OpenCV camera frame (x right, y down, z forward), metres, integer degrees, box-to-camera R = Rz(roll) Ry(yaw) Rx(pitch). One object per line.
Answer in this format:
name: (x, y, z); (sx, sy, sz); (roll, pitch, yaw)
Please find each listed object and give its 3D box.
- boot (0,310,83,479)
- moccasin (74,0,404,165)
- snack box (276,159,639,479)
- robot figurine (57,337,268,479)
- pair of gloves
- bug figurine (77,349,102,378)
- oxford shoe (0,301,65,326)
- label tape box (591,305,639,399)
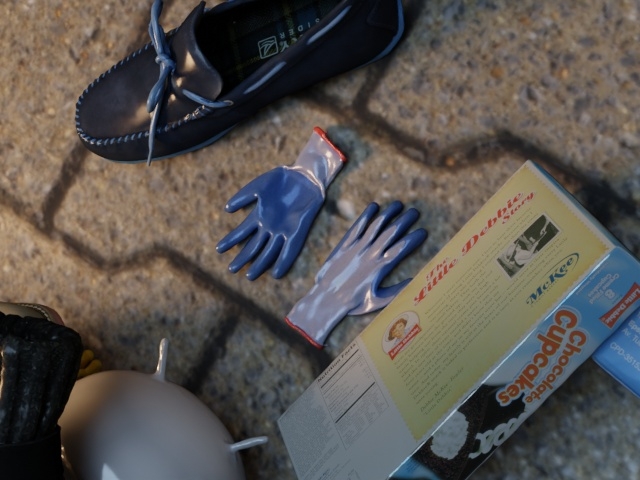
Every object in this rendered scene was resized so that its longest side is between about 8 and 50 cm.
boot: (-0.205, 0.197, 1.015); (0.348, 0.131, 0.260); (17, 88, 25)
moccasin: (-0.095, -0.181, 1.271); (0.342, 0.117, 0.137); (-26, 70, 17)
snack box: (0.107, 0.096, 1.104); (0.322, 0.060, 0.187); (-47, 26, 9)
robot figurine: (-0.202, 0.256, 1.187); (0.300, 0.200, 0.353); (41, 98, -2)
pair of gloves: (0.000, 0.000, 1.246); (0.198, 0.023, 0.159); (44, 99, 25)
bug figurine: (-0.348, 0.191, 1.336); (0.216, 0.072, 0.279); (37, 96, 25)
oxford shoe: (-0.423, 0.126, 1.266); (0.397, 0.146, 0.140); (-15, 64, 21)
label tape box: (0.409, 0.034, 1.010); (0.249, 0.115, 0.347); (41, 95, 25)
